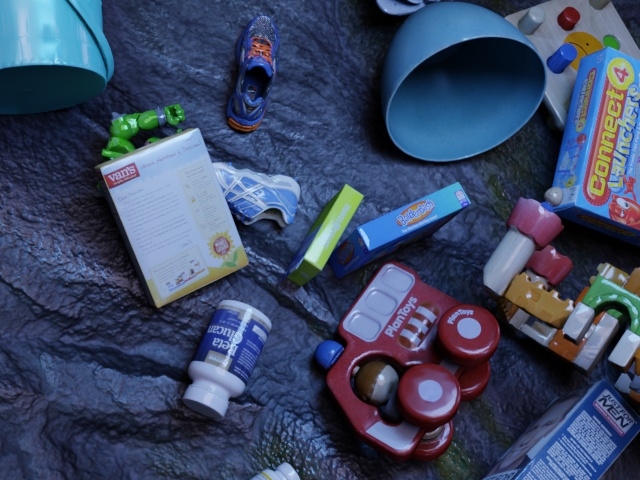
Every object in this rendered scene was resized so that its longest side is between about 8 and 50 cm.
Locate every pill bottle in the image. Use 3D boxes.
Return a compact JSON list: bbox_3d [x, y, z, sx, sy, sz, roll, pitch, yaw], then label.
[{"bbox_3d":[-0.149,0.186,1.549,0.094,0.094,0.169,27,65,-8],"label":"pill bottle"},{"bbox_3d":[-0.087,0.389,1.514,0.116,0.065,0.065,-31,83,-25],"label":"pill bottle"}]

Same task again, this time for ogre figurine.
[{"bbox_3d":[-0.292,-0.130,1.608,0.118,0.097,0.197,12,108,-11],"label":"ogre figurine"}]

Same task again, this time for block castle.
[{"bbox_3d":[0.498,0.118,1.595,0.453,0.303,0.213,32,83,25],"label":"block castle"}]

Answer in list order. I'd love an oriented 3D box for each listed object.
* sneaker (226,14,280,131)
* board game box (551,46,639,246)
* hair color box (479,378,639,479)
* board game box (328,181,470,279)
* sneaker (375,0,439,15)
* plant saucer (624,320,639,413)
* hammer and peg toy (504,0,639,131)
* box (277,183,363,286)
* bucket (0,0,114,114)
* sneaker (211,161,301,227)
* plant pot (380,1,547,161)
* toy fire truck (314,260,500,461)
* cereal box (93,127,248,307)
[{"bbox_3d":[-0.107,-0.300,1.741,0.083,0.087,0.221,11,68,-15],"label":"sneaker"},{"bbox_3d":[0.590,-0.152,1.821,0.302,0.086,0.308,18,78,-19],"label":"board game box"},{"bbox_3d":[0.347,0.384,1.603,0.347,0.174,0.105,-39,85,-26],"label":"hair color box"},{"bbox_3d":[0.129,-0.016,1.680,0.210,0.160,0.047,-24,80,-25],"label":"board game box"},{"bbox_3d":[0.084,-0.528,1.817,0.366,0.137,0.210,14,34,-18],"label":"sneaker"},{"bbox_3d":[0.706,0.239,1.817,0.401,0.100,0.400,6,70,-17],"label":"plant saucer"},{"bbox_3d":[0.478,-0.404,1.956,0.266,0.127,0.361,-24,80,-22],"label":"hammer and peg toy"},{"bbox_3d":[0.000,0.000,1.658,0.042,0.109,0.178,34,64,-7],"label":"box"},{"bbox_3d":[-0.457,-0.314,1.532,0.281,0.281,0.183,-7,83,-21],"label":"bucket"},{"bbox_3d":[-0.133,-0.075,1.656,0.211,0.080,0.081,7,66,-15],"label":"sneaker"},{"bbox_3d":[0.230,-0.311,1.776,0.290,0.290,0.195,-1,50,-19],"label":"plant pot"},{"bbox_3d":[0.133,0.197,1.624,0.254,0.169,0.302,28,62,19],"label":"toy fire truck"},{"bbox_3d":[-0.232,-0.037,1.575,0.173,0.047,0.240,-25,105,-23],"label":"cereal box"}]
